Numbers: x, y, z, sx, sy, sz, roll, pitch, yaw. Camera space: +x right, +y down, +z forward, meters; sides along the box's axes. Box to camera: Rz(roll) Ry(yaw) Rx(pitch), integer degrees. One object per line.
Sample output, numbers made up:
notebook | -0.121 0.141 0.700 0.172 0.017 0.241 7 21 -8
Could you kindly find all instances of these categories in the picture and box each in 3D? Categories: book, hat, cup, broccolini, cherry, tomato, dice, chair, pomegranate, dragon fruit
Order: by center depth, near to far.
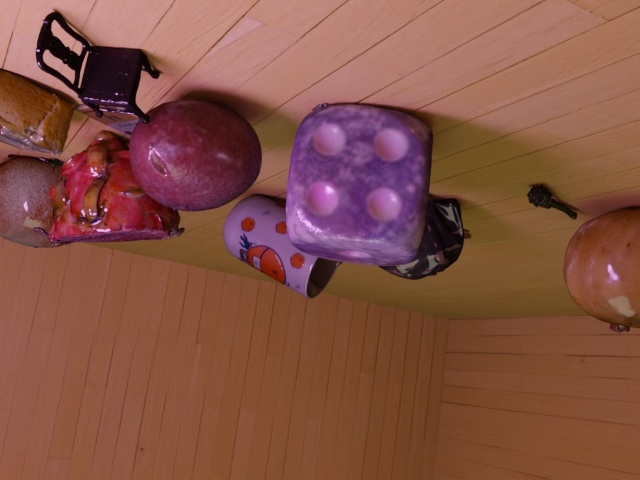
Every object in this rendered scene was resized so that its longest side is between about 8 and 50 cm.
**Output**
chair | -0.379 -0.295 1.268 0.113 0.106 0.229 7 169 9
cherry | -0.260 -0.173 1.474 0.261 0.221 0.307 -12 170 20
dice | 0.082 -0.103 1.479 0.270 0.271 0.270 6 169 7
book | -0.450 -0.273 1.657 0.118 0.012 0.172 -1 166 34
dragon fruit | -0.517 -0.131 1.791 0.314 0.263 0.296 0 175 -38
pomegranate | 0.769 0.075 1.797 0.332 0.333 0.332 8 168 2
broccolini | 0.574 -0.085 1.801 0.051 0.054 0.239 -19 157 35
hat | 0.158 -0.011 1.959 0.381 0.257 0.366 -4 165 -38
cup | -0.115 0.006 2.143 0.317 0.212 0.212 27 175 20
tomato | -0.837 -0.106 2.161 0.303 0.239 0.303 8 164 2

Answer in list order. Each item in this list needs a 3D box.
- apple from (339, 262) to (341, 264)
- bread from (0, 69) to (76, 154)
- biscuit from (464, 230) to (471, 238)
apple | 0.000 0.000 2.315 0.209 0.164 0.209 13 159 5
bread | -0.658 -0.269 1.544 0.185 0.124 0.257 -1 164 39
biscuit | 0.341 -0.028 2.312 0.236 0.013 0.232 14 167 -32
